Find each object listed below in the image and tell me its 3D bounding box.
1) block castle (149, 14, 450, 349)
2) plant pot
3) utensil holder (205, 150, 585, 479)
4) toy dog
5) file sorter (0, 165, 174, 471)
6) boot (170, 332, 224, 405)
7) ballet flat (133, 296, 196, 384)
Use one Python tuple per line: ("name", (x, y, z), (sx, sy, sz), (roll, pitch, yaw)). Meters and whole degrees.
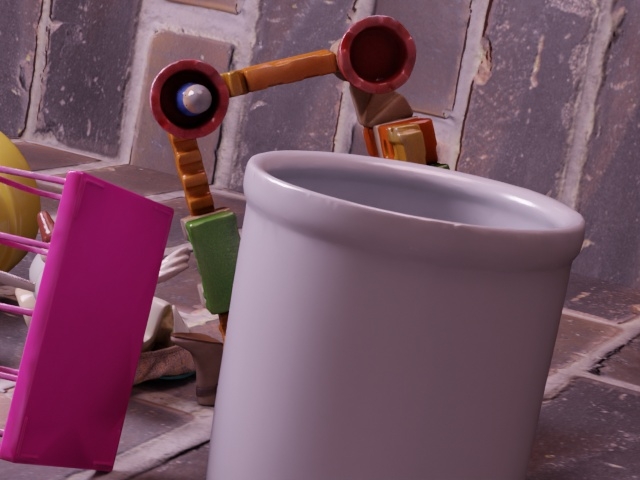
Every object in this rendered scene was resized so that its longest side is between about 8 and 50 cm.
("block castle", (0.000, 0.000, 1.870), (0.303, 0.453, 0.213), (-14, 6, -10))
("plant pot", (-0.546, -0.023, 2.323), (0.254, 0.254, 0.239), (12, 24, 12))
("utensil holder", (0.062, 0.135, 1.635), (0.327, 0.386, 0.327), (9, 11, -2))
("toy dog", (-0.322, 0.025, 2.138), (0.220, 0.161, 0.333), (-25, -2, -27))
("file sorter", (-0.307, 0.075, 1.773), (0.182, 0.291, 0.202), (11, -5, 24))
("boot", (-0.139, 0.161, 2.101), (0.118, 0.087, 0.042), (8, 10, -30))
("ballet flat", (-0.228, 0.128, 2.139), (0.107, 0.106, 0.316), (15, 12, 21))
